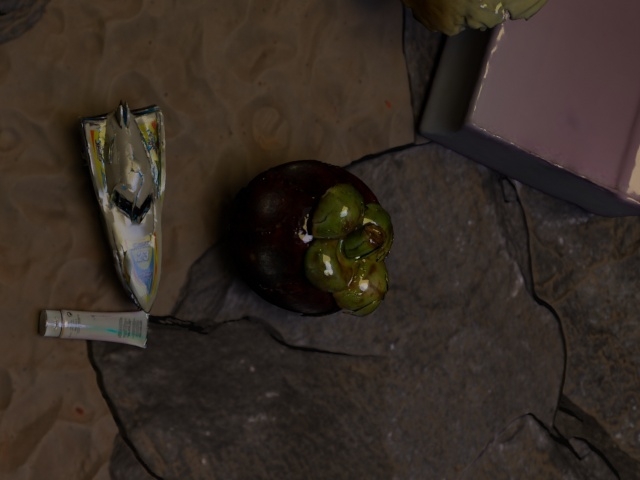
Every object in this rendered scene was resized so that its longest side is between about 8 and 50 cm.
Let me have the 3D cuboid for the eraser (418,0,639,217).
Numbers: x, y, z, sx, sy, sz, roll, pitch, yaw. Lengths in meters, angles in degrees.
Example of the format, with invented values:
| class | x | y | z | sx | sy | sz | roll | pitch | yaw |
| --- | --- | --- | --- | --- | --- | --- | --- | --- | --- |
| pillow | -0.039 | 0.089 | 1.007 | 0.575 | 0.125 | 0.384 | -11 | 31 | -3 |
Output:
| class | x | y | z | sx | sy | sz | roll | pitch | yaw |
| --- | --- | --- | --- | --- | --- | --- | --- | --- | --- |
| eraser | 0.285 | -0.238 | 1.997 | 0.272 | 0.122 | 0.359 | 21 | 78 | -26 |

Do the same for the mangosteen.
| class | x | y | z | sx | sy | sz | roll | pitch | yaw |
| --- | --- | --- | --- | --- | --- | --- | --- | --- | --- |
| mangosteen | 0.000 | 0.000 | 1.796 | 0.166 | 0.180 | 0.166 | -6 | 100 | -34 |

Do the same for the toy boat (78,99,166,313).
| class | x | y | z | sx | sy | sz | roll | pitch | yaw |
| --- | --- | --- | --- | --- | --- | --- | --- | --- | --- |
| toy boat | -0.183 | -0.032 | 1.754 | 0.084 | 0.066 | 0.210 | -12 | 97 | -28 |

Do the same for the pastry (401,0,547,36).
| class | x | y | z | sx | sy | sz | roll | pitch | yaw |
| --- | --- | --- | --- | --- | --- | --- | --- | --- | --- |
| pastry | 0.141 | -0.351 | 1.826 | 0.256 | 0.170 | 0.237 | 38 | 76 | 20 |

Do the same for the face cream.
| class | x | y | z | sx | sy | sz | roll | pitch | yaw |
| --- | --- | --- | --- | --- | --- | --- | --- | --- | --- |
| face cream | -0.217 | 0.083 | 1.760 | 0.115 | 0.020 | 0.038 | 5 | 87 | -31 |
